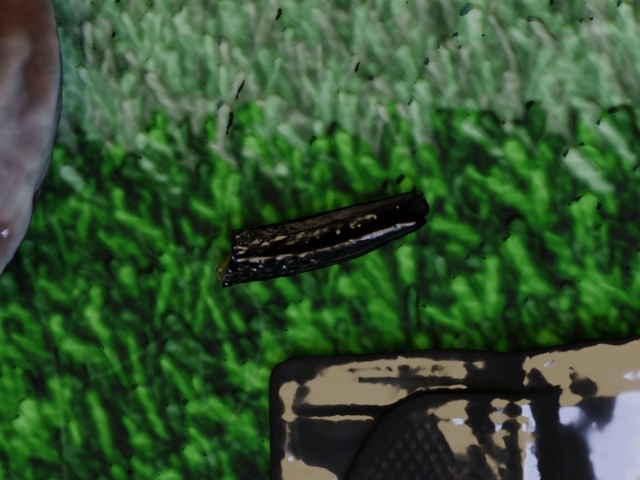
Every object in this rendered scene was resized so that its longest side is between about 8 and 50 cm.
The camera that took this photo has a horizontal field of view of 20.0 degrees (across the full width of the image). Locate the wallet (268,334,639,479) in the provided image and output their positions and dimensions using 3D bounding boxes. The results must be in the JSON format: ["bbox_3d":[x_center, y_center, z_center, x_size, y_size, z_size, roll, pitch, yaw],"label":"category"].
[{"bbox_3d":[0.127,0.177,1.077,0.323,0.041,0.247,-2,97,8],"label":"wallet"}]

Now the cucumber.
[{"bbox_3d":[0.001,0.001,1.083,0.135,0.033,0.034,-10,131,9],"label":"cucumber"}]

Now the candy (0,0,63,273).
[{"bbox_3d":[-0.262,-0.069,1.053,0.214,0.157,0.289,17,90,-8],"label":"candy"}]
